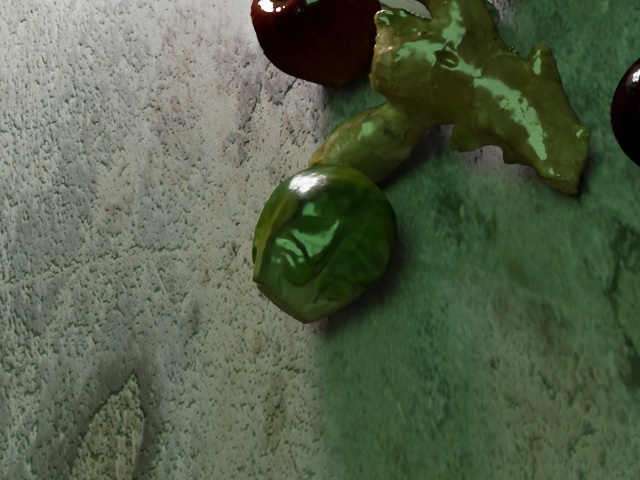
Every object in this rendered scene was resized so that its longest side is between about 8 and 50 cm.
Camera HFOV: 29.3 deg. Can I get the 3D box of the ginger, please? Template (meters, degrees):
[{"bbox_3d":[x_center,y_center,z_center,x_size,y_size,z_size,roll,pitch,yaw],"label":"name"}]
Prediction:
[{"bbox_3d":[0.152,-0.219,1.416,0.348,0.122,0.363,7,95,22],"label":"ginger"}]

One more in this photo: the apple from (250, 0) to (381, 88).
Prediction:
[{"bbox_3d":[0.005,-0.276,1.568,0.156,0.158,0.147,-56,36,-8],"label":"apple"}]

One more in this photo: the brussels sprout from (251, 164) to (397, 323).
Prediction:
[{"bbox_3d":[-0.001,0.000,1.422,0.180,0.144,0.161,-42,87,-7],"label":"brussels sprout"}]

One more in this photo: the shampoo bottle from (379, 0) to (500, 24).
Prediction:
[{"bbox_3d":[0.135,-0.313,1.581,0.212,0.049,0.072,36,86,39],"label":"shampoo bottle"}]

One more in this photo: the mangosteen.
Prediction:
[{"bbox_3d":[0.379,-0.134,1.279,0.152,0.152,0.153,-15,56,23],"label":"mangosteen"}]
